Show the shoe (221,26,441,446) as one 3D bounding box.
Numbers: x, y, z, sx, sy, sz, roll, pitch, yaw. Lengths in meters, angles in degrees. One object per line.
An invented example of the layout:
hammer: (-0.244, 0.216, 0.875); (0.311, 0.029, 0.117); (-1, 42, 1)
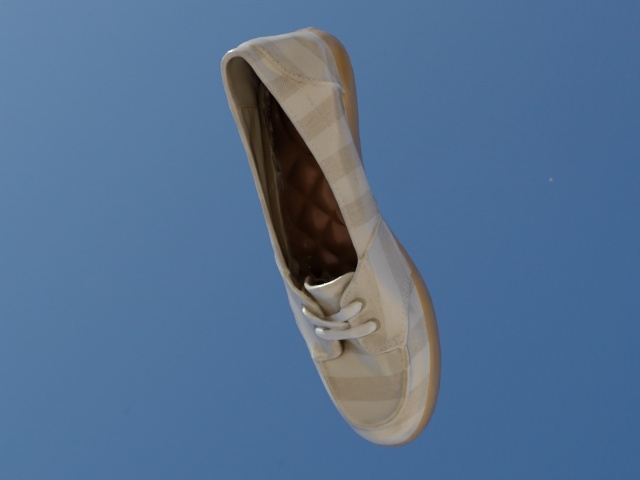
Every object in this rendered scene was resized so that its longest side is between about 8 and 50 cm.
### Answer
shoe: (0.000, 0.000, 0.707); (0.077, 0.058, 0.219); (-21, -97, 37)
